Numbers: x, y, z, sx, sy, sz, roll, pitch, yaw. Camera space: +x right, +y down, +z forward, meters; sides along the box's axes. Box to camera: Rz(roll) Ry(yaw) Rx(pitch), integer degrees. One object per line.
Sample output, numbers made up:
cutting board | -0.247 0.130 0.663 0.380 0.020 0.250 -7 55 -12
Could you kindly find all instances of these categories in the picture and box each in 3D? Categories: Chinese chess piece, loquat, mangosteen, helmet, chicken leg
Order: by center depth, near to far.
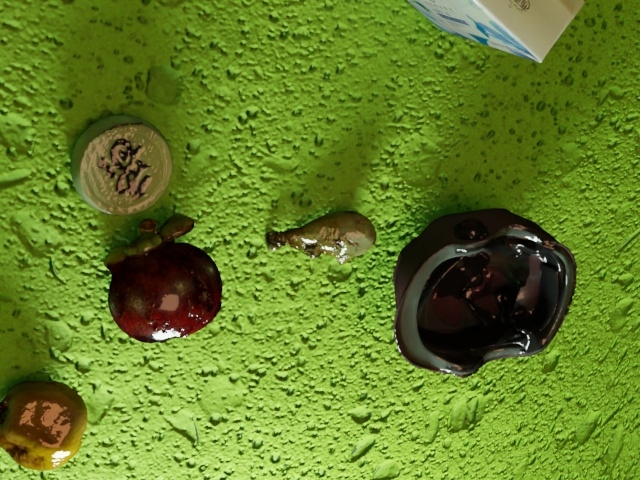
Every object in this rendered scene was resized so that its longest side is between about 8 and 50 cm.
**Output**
Chinese chess piece | -0.278 -0.105 1.493 0.144 0.058 0.144 -10 112 -25
mangosteen | -0.230 0.056 1.533 0.166 0.166 0.180 -16 90 -22
loquat | -0.405 0.263 1.538 0.137 0.113 0.137 -4 112 -11
chicken leg | 0.000 0.000 1.684 0.178 0.070 0.093 -5 117 -19
helmet | 0.243 0.064 1.758 0.339 0.197 0.270 -9 121 -16

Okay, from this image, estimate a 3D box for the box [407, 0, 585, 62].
box | 0.208 -0.376 1.519 0.203 0.274 0.116 35 92 -34
